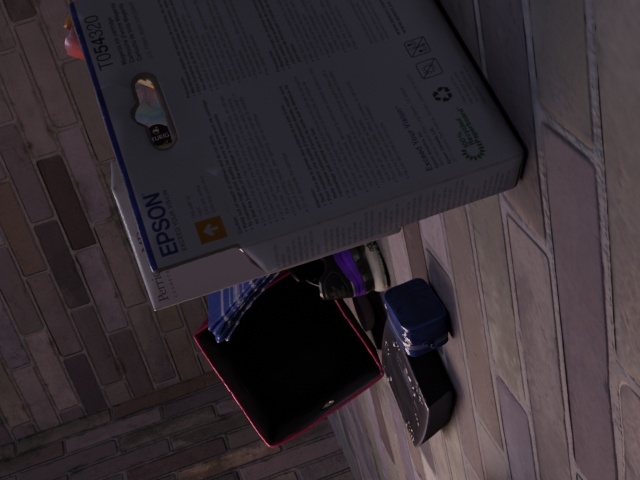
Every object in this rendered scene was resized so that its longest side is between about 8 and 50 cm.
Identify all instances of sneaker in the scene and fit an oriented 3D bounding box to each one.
[{"bbox_3d":[0.000,0.000,1.750,0.293,0.146,0.102,-119,12,-51],"label":"sneaker"}]

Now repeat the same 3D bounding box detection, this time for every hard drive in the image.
[{"bbox_3d":[0.147,0.218,1.578,0.254,0.054,0.172,88,162,-66],"label":"hard drive"}]

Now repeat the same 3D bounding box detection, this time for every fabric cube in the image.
[{"bbox_3d":[-0.055,0.195,1.918,0.259,0.254,0.258,57,-178,-3],"label":"fabric cube"}]

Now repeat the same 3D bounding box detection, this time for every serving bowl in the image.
[{"bbox_3d":[0.085,0.130,1.922,0.083,0.027,0.083,161,90,-82],"label":"serving bowl"}]

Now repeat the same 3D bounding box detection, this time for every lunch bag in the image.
[{"bbox_3d":[0.132,0.108,1.367,0.098,0.067,0.065,-118,12,-47],"label":"lunch bag"}]

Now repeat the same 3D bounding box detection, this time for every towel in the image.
[{"bbox_3d":[-0.081,0.007,1.753,0.040,0.336,0.243,39,-169,-18],"label":"towel"}]

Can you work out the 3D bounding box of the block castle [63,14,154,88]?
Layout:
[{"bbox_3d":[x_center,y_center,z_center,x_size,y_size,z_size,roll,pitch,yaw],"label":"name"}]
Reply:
[{"bbox_3d":[-0.277,-0.427,1.691,0.453,0.213,0.303,-79,12,-78],"label":"block castle"}]

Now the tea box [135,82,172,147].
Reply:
[{"bbox_3d":[-0.234,-0.275,2.076,0.220,0.329,0.323,112,138,-80],"label":"tea box"}]

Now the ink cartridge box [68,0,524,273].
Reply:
[{"bbox_3d":[-0.033,-0.135,0.933,0.071,0.330,0.324,83,166,-59],"label":"ink cartridge box"}]

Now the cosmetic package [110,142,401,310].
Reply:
[{"bbox_3d":[-0.095,-0.062,1.436,0.155,0.366,0.197,-126,18,-68],"label":"cosmetic package"}]
